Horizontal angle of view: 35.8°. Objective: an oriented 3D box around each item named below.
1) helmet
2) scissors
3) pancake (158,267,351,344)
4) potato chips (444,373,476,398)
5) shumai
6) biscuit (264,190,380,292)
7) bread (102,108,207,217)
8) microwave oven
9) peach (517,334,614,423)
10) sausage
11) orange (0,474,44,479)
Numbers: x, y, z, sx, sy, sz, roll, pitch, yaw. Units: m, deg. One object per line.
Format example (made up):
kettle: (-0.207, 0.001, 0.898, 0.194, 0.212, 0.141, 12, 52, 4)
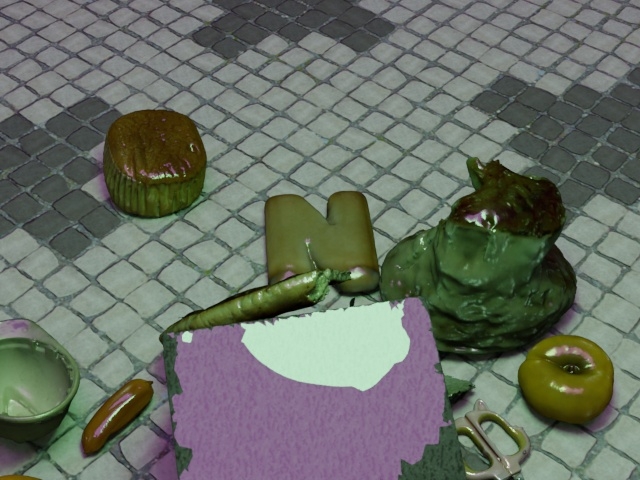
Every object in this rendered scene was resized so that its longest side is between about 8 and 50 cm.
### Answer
helmet: (-0.543, 0.275, 1.778, 0.204, 0.137, 0.257, -17, 45, -31)
scissors: (0.331, 0.409, 1.719, 0.160, 0.024, 0.317, -22, 49, -20)
pancake: (-0.130, 0.134, 1.788, 0.427, 0.305, 0.067, -23, 82, 28)
potato chips: (0.162, 0.261, 1.847, 0.228, 0.059, 0.167, 21, 43, 26)
shumai: (0.315, 0.012, 1.907, 0.397, 0.323, 0.324, -5, 47, -6)
biscuit: (0.000, 0.000, 2.102, 0.237, 0.062, 0.291, -2, 44, -2)
bread: (-0.373, -0.178, 2.227, 0.227, 0.142, 0.253, -3, 43, -13)
microwave oven: (-0.019, 0.307, 1.618, 0.432, 0.236, 0.374, -8, 67, -6)
peach: (0.452, 0.253, 1.819, 0.179, 0.103, 0.179, -2, 44, 2)
sausage: (-0.371, 0.313, 1.800, 0.062, 0.054, 0.183, 6, 41, 48)
orange: (-0.471, 0.484, 1.512, 0.246, 0.246, 0.246, 0, 45, 0)
